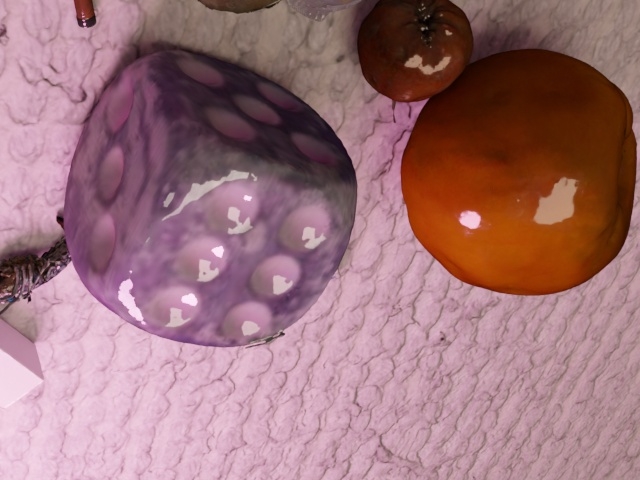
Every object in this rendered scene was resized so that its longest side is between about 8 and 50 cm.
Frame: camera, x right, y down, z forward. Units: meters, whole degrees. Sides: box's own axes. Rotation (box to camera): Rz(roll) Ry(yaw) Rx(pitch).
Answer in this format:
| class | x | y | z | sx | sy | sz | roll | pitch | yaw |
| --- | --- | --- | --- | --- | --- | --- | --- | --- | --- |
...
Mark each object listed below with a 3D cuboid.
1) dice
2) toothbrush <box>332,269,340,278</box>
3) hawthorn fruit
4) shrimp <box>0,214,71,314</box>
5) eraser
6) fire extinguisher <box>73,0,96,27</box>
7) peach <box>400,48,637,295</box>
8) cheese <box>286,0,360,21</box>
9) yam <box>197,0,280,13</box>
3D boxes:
| class | x | y | z | sx | sy | sz | roll | pitch | yaw |
| --- | --- | --- | --- | --- | --- | --- | --- | --- | --- |
| dice | -0.137 | -0.050 | 1.319 | 0.270 | 0.271 | 0.270 | 14 | 120 | -35 |
| toothbrush | 0.002 | -0.001 | 1.537 | 0.030 | 0.030 | 0.304 | -26 | 158 | -4 |
| hawthorn fruit | 0.106 | -0.245 | 1.393 | 0.149 | 0.149 | 0.189 | 5 | 165 | -31 |
| shrimp | -0.378 | 0.046 | 1.417 | 0.174 | 0.082 | 0.076 | -38 | 131 | -3 |
| eraser | -0.488 | 0.110 | 1.414 | 0.076 | 0.078 | 0.298 | -35 | 135 | 4 |
| fire extinguisher | -0.268 | -0.282 | 1.225 | 0.028 | 0.022 | 0.083 | 10 | 132 | 12 |
| peach | 0.262 | -0.091 | 1.472 | 0.302 | 0.342 | 0.342 | 4 | 142 | 25 |
| cheese | 0.048 | -0.369 | 1.293 | 0.135 | 0.052 | 0.244 | 21 | 116 | -39 |
| yam | -0.129 | -0.387 | 1.108 | 0.168 | 0.168 | 0.304 | -33 | 135 | 2 |
